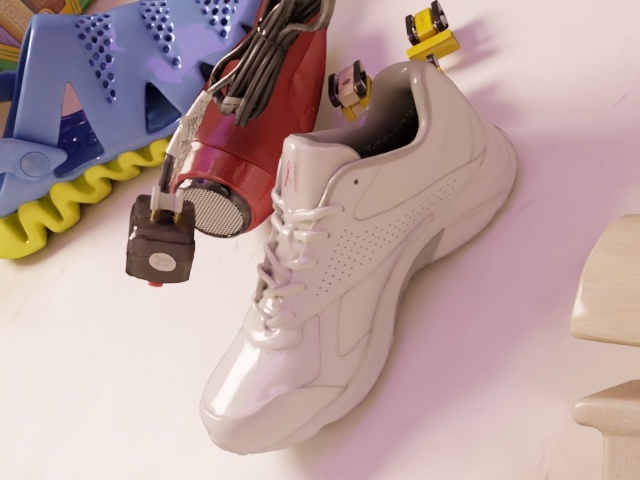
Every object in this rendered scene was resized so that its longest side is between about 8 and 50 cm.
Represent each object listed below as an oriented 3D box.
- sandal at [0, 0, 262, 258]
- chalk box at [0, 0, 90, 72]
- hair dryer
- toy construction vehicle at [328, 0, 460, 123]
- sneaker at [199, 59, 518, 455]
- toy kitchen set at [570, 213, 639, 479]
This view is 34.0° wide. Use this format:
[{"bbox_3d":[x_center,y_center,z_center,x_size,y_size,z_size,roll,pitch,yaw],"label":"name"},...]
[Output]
[{"bbox_3d":[-0.166,-0.115,0.769,0.317,0.138,0.126,-35,39,7],"label":"sandal"},{"bbox_3d":[-0.345,-0.264,0.981,0.132,0.213,0.132,21,71,47],"label":"chalk box"},{"bbox_3d":[-0.019,-0.096,0.611,0.224,0.080,0.293,-57,10,14],"label":"hair dryer"},{"bbox_3d":[0.050,-0.098,0.658,0.085,0.035,0.098,-27,35,18],"label":"toy construction vehicle"},{"bbox_3d":[0.000,0.000,0.547,0.090,0.115,0.232,21,71,48],"label":"sneaker"},{"bbox_3d":[0.179,0.095,0.363,0.122,0.166,0.207,5,96,42],"label":"toy kitchen set"}]
